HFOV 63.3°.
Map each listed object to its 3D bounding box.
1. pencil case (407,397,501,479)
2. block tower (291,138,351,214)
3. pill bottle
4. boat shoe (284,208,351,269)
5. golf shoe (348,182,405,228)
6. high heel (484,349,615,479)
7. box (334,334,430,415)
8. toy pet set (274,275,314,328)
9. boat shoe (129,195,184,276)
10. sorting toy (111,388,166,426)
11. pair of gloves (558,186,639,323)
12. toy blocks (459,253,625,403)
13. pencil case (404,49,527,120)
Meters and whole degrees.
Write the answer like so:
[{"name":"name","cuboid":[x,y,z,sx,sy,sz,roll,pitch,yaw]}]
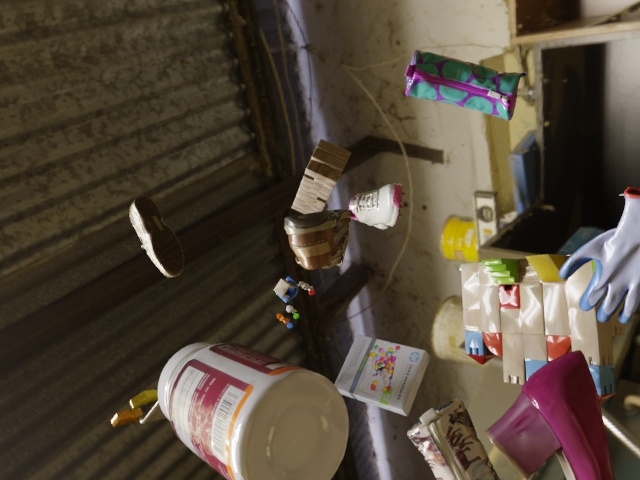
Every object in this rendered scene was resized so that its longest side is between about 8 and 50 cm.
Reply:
[{"name":"pencil case","cuboid":[0.360,0.586,1.234,0.410,0.159,0.183,62,-176,15]},{"name":"block tower","cuboid":[-0.007,-0.160,1.481,0.335,0.097,0.091,117,178,-70]},{"name":"pill bottle","cuboid":[-0.150,0.320,0.986,0.224,0.392,0.224,-1,-88,-37]},{"name":"boat shoe","cuboid":[0.000,0.000,1.096,0.324,0.122,0.120,-18,-81,-76]},{"name":"golf shoe","cuboid":[0.156,-0.097,1.502,0.140,0.306,0.115,8,-101,-4]},{"name":"high heel","cuboid":[0.423,0.338,0.721,0.377,0.127,0.181,44,-86,-2]},{"name":"box","cuboid":[0.139,0.303,1.191,0.145,0.186,0.038,-61,-42,-25]},{"name":"toy pet set","cuboid":[-0.073,0.161,1.419,0.122,0.114,0.065,-55,-28,4]},{"name":"boat shoe","cuboid":[-0.352,0.001,1.109,0.068,0.072,0.190,-11,-112,-49]},{"name":"sorting toy","cuboid":[-0.345,0.367,1.278,0.229,0.041,0.307,-47,-27,19]},{"name":"pair of gloves","cuboid":[0.309,0.030,0.430,0.159,0.198,0.023,82,-151,-41]},{"name":"toy blocks","cuboid":[0.423,0.167,1.016,0.190,0.381,0.261,3,-98,-34]},{"name":"pencil case","cuboid":[0.192,-0.211,0.701,0.070,0.151,0.065,-52,-24,-65]}]
